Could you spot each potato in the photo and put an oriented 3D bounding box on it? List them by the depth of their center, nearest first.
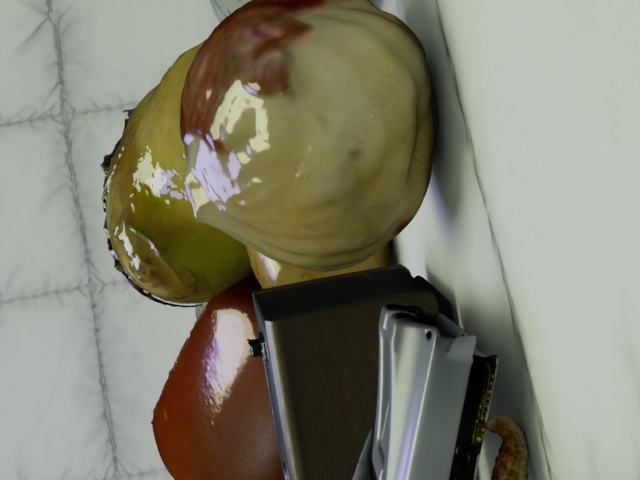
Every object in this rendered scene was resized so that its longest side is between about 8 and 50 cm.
[{"bbox_3d":[-0.135,-0.124,1.785,0.290,0.397,0.296,47,172,5],"label":"potato"}]

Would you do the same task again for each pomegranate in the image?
[{"bbox_3d":[0.000,0.000,1.636,0.196,0.196,0.196,170,90,-85],"label":"pomegranate"}]

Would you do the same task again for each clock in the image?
[{"bbox_3d":[0.079,0.153,1.154,0.253,0.083,0.186,-137,58,-89],"label":"clock"}]

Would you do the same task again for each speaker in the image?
[{"bbox_3d":[0.038,0.158,1.362,0.153,0.193,0.230,-130,29,-78],"label":"speaker"}]

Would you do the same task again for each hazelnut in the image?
[{"bbox_3d":[-0.015,-0.095,1.227,0.261,0.241,0.261,52,173,9],"label":"hazelnut"}]

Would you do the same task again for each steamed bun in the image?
[{"bbox_3d":[-0.061,0.215,1.913,0.248,0.235,0.379,44,132,16],"label":"steamed bun"}]

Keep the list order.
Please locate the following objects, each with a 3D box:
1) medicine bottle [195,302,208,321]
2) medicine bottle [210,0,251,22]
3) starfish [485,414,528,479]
[{"bbox_3d":[-0.080,0.106,2.236,0.302,0.241,0.241,-109,10,-59],"label":"medicine bottle"},{"bbox_3d":[-0.035,-0.284,1.434,0.293,0.170,0.170,101,158,-73],"label":"medicine bottle"},{"bbox_3d":[0.146,0.310,1.030,0.375,0.094,0.327,-145,48,-76],"label":"starfish"}]
